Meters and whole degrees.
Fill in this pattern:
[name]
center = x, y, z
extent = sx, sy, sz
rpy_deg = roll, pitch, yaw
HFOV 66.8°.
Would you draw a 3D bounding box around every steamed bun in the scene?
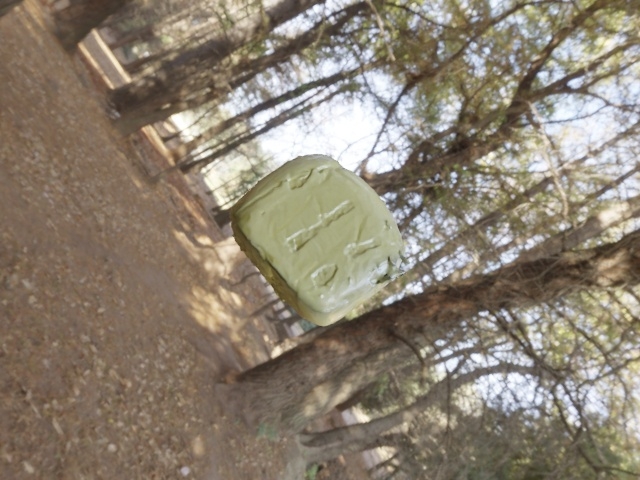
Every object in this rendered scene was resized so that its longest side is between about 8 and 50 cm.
[steamed bun]
center = 0.000, 0.000, 0.820
extent = 0.273, 0.232, 0.166
rpy_deg = 47, -12, 7
